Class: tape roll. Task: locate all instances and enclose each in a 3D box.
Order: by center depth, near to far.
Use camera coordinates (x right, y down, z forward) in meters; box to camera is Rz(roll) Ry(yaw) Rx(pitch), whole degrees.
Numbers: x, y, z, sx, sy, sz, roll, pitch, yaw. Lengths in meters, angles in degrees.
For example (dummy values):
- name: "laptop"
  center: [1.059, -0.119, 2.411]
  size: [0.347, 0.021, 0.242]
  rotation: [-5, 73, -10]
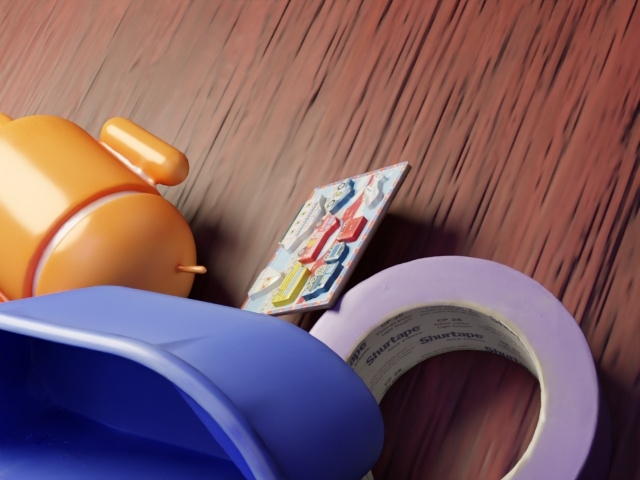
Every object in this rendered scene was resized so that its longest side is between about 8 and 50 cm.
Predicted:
- name: "tape roll"
  center: [0.078, 0.110, 0.759]
  size: [0.189, 0.080, 0.189]
  rotation: [-8, 62, 15]

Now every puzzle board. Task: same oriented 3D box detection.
- name: "puzzle board"
  center: [0.000, 0.000, 0.835]
  size: [0.096, 0.011, 0.128]
  rotation: [-13, 37, 47]

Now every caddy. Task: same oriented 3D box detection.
- name: "caddy"
  center: [-0.126, 0.153, 0.688]
  size: [0.341, 0.179, 0.241]
  rotation: [8, 103, 32]

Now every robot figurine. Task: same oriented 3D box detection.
- name: "robot figurine"
  center: [-0.176, -0.003, 0.879]
  size: [0.158, 0.128, 0.219]
  rotation: [-26, 51, -36]
